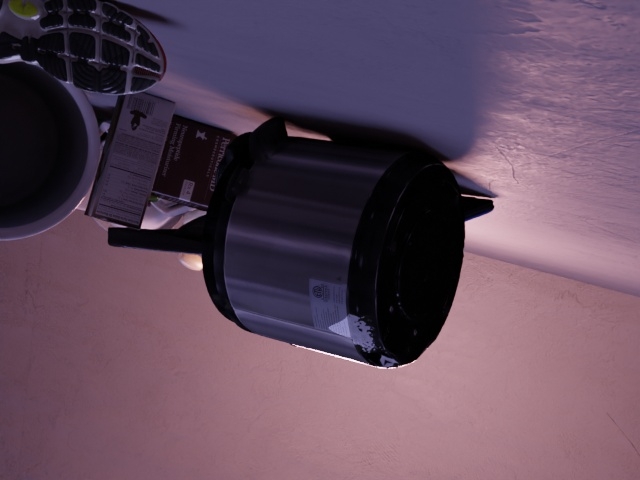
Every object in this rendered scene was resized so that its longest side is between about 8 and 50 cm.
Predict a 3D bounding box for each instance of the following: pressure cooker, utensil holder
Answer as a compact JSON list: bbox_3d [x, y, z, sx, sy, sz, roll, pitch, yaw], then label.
[{"bbox_3d":[-0.003,0.001,1.519,0.420,0.370,0.375,10,172,31],"label":"pressure cooker"},{"bbox_3d":[-0.608,-0.184,1.636,0.327,0.328,0.385,16,180,-26],"label":"utensil holder"}]

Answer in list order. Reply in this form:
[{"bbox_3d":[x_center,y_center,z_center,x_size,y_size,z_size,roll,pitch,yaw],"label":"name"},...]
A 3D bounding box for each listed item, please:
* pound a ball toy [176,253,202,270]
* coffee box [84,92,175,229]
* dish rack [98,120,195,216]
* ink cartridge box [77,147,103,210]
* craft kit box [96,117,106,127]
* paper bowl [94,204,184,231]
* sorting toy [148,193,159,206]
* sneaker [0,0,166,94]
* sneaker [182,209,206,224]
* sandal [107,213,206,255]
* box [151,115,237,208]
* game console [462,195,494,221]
[{"bbox_3d":[-0.306,-0.073,2.372,0.135,0.319,0.208,17,178,-32],"label":"pound a ball toy"},{"bbox_3d":[-0.364,-0.152,1.679,0.098,0.247,0.141,16,178,-19],"label":"coffee box"},{"bbox_3d":[-0.415,-0.184,2.123,0.285,0.072,0.333,44,161,-15],"label":"dish rack"},{"bbox_3d":[-0.714,-0.182,2.049,0.384,0.160,0.279,13,178,-36],"label":"ink cartridge box"},{"bbox_3d":[-0.714,-0.254,2.265,0.249,0.061,0.246,17,140,-35],"label":"craft kit box"},{"bbox_3d":[-0.486,-0.141,2.349,0.284,0.284,0.148,16,178,-18],"label":"paper bowl"},{"bbox_3d":[-0.371,-0.081,1.805,0.061,0.042,0.102,14,176,6],"label":"sorting toy"},{"bbox_3d":[-0.300,-0.250,1.069,0.279,0.107,0.118,18,-163,15],"label":"sneaker"},{"bbox_3d":[-0.214,-0.113,2.104,0.131,0.148,0.350,24,153,-27],"label":"sneaker"},{"bbox_3d":[-0.246,-0.024,1.951,0.445,0.107,0.167,4,-177,-3],"label":"sandal"},{"bbox_3d":[-0.304,-0.168,1.884,0.203,0.169,0.167,15,177,-13],"label":"box"},{"bbox_3d":[0.163,-0.119,1.799,0.250,0.173,0.293,-19,-163,-29],"label":"game console"}]
